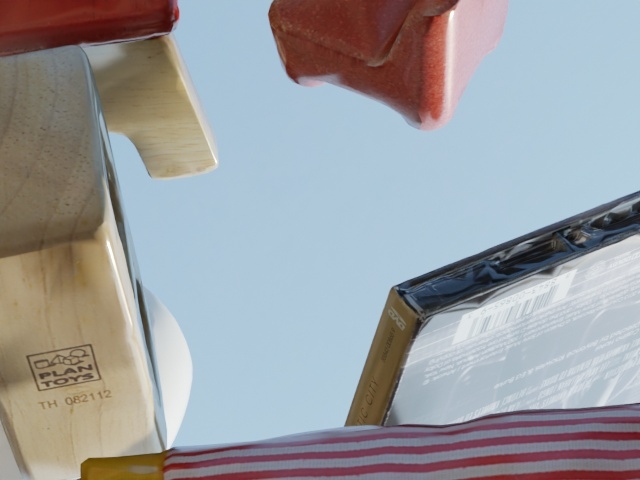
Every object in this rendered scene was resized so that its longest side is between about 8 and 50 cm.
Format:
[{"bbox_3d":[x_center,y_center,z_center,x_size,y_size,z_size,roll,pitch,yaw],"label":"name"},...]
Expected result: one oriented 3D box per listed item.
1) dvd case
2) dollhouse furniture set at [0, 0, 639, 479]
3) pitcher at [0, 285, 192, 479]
[{"bbox_3d":[0.064,0.067,0.603,0.018,0.164,0.221,49,-37,30],"label":"dvd case"},{"bbox_3d":[0.000,0.000,0.479,0.201,0.374,0.152,-7,-36,-2],"label":"dollhouse furniture set"},{"bbox_3d":[-0.176,0.105,0.943,0.178,0.207,0.125,-16,-72,49],"label":"pitcher"}]
